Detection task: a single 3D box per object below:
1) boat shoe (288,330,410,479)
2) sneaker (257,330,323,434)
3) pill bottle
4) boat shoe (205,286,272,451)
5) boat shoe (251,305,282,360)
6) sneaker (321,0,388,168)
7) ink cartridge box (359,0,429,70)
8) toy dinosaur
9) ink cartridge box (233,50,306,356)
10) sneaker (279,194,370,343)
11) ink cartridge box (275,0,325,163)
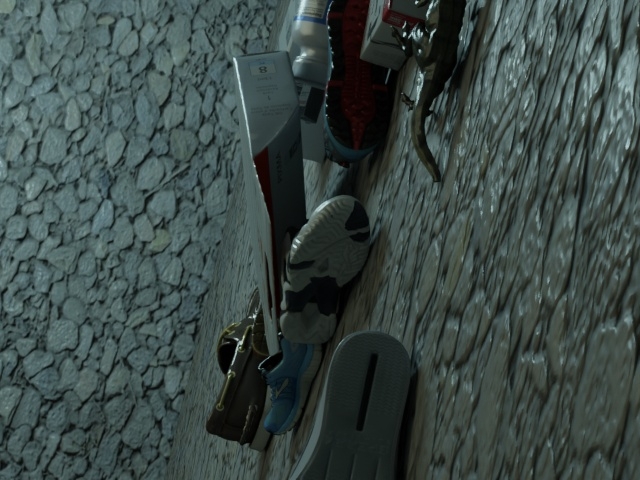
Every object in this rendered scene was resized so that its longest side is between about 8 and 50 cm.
[{"bbox_3d":[0.023,0.227,1.266,0.094,0.109,0.302,89,-162,-57],"label":"boat shoe"},{"bbox_3d":[-0.050,0.179,1.845,0.063,0.073,0.162,-92,19,-63],"label":"sneaker"},{"bbox_3d":[0.028,-0.331,2.059,0.124,0.124,0.222,-161,85,-82],"label":"pill bottle"},{"bbox_3d":[-0.111,0.180,2.173,0.324,0.096,0.117,-84,12,-48],"label":"boat shoe"},{"bbox_3d":[-0.066,0.122,2.114,0.178,0.064,0.060,-75,0,-51],"label":"boat shoe"},{"bbox_3d":[0.040,-0.217,1.852,0.125,0.104,0.262,118,165,-65],"label":"sneaker"},{"bbox_3d":[0.097,-0.286,1.747,0.135,0.056,0.099,124,158,-65],"label":"ink cartridge box"},{"bbox_3d":[0.114,-0.185,1.464,0.118,0.064,0.268,163,118,-73],"label":"toy dinosaur"},{"bbox_3d":[-0.051,-0.034,1.967,0.385,0.091,0.308,-105,9,-49],"label":"ink cartridge box"},{"bbox_3d":[0.000,0.000,1.756,0.153,0.094,0.235,-96,11,-45],"label":"sneaker"},{"bbox_3d":[-0.012,-0.289,2.282,0.197,0.114,0.273,-93,21,-62],"label":"ink cartridge box"}]
